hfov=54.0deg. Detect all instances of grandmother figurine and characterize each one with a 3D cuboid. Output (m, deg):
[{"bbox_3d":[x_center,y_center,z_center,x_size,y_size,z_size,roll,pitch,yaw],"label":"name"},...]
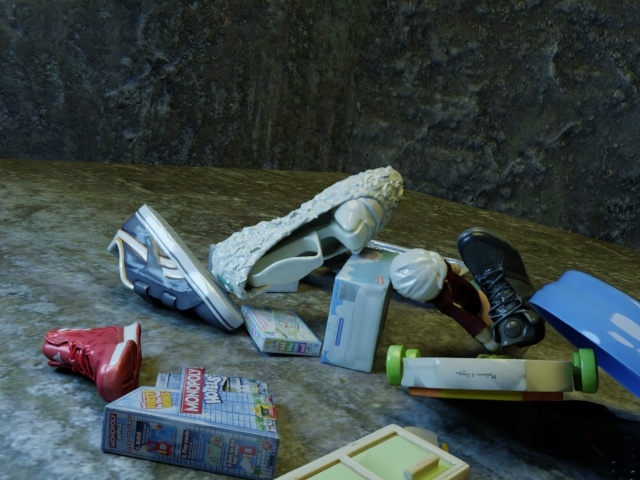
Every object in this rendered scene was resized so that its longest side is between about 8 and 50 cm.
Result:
[{"bbox_3d":[0.251,0.112,1.110,0.342,0.104,0.208,30,15,-34],"label":"grandmother figurine"}]

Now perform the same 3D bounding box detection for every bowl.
[{"bbox_3d":[0.465,0.181,0.849,0.391,0.077,0.391,39,4,-4],"label":"bowl"}]

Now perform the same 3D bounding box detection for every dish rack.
[{"bbox_3d":[0.190,0.073,1.582,0.332,0.072,0.285,15,15,26],"label":"dish rack"}]

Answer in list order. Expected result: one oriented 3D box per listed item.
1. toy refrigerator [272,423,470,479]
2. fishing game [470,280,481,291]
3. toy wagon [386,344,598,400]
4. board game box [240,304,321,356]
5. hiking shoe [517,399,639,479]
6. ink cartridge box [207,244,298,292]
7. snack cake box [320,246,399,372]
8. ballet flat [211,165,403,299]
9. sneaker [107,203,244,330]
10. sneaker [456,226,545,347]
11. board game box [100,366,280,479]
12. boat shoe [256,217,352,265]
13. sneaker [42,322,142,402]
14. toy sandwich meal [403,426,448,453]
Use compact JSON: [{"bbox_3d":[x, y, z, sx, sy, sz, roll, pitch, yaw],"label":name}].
[{"bbox_3d":[0.022,0.260,0.579,0.102,0.094,0.269,19,16,40],"label":"toy refrigerator"},{"bbox_3d":[0.467,0.130,1.604,0.264,0.041,0.189,-2,20,-43],"label":"fishing game"},{"bbox_3d":[0.254,0.195,0.924,0.267,0.068,0.344,-2,-13,19],"label":"toy wagon"},{"bbox_3d":[-0.074,0.156,1.105,0.103,0.026,0.154,10,11,-23],"label":"board game box"},{"bbox_3d":[0.394,0.260,0.858,0.226,0.086,0.114,14,17,27],"label":"hiking shoe"},{"bbox_3d":[-0.149,0.061,1.389,0.175,0.072,0.127,3,14,-26],"label":"ink cartridge box"},{"bbox_3d":[0.078,0.113,1.139,0.089,0.152,0.264,11,12,9],"label":"snack cake box"},{"bbox_3d":[0.000,0.000,1.161,0.408,0.147,0.147,-27,22,-12],"label":"ballet flat"},{"bbox_3d":[-0.272,0.077,1.158,0.321,0.127,0.126,43,-6,30],"label":"sneaker"},{"bbox_3d":[0.300,0.085,1.025,0.087,0.228,0.130,-27,19,26],"label":"sneaker"},{"bbox_3d":[-0.156,0.208,0.763,0.194,0.060,0.194,7,13,-11],"label":"board game box"},{"bbox_3d":[-0.052,-0.011,1.511,0.307,0.105,0.111,5,-31,33],"label":"boat shoe"},{"bbox_3d":[-0.308,0.167,0.834,0.128,0.087,0.221,-2,2,-11],"label":"sneaker"},{"bbox_3d":[0.128,0.264,0.780,0.085,0.029,0.085,9,12,-2],"label":"toy sandwich meal"}]
